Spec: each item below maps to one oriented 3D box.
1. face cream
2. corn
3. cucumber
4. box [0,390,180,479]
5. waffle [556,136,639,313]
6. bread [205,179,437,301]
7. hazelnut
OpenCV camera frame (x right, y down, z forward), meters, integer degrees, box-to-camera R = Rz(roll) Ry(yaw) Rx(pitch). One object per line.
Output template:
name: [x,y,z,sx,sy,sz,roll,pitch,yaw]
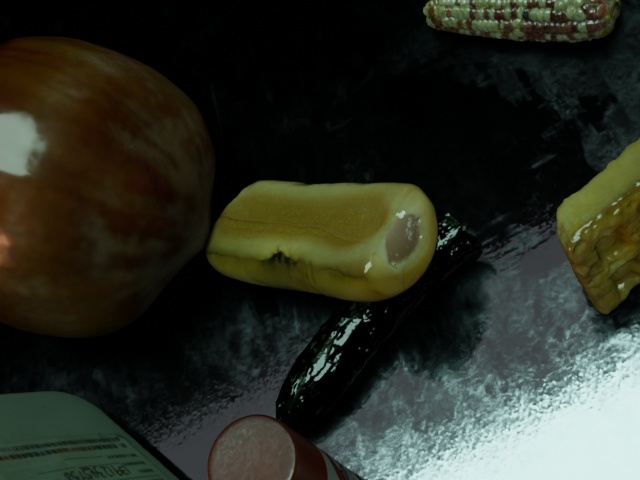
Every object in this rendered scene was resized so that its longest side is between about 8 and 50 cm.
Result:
face cream: [-0.029,0.249,1.163,0.096,0.214,0.095,-8,64,17]
corn: [0.238,-0.277,1.374,0.237,0.079,0.079,7,70,24]
cucumber: [0.051,0.090,1.284,0.303,0.072,0.081,-45,60,-2]
box: [-0.271,0.297,1.132,0.396,0.396,0.111,34,105,30]
waffle: [0.359,-0.057,1.179,0.274,0.168,0.057,-42,53,1]
bread: [0.000,0.000,1.286,0.305,0.091,0.142,6,52,49]
hazelnut: [-0.313,-0.069,1.368,0.366,0.366,0.365,-8,65,18]
